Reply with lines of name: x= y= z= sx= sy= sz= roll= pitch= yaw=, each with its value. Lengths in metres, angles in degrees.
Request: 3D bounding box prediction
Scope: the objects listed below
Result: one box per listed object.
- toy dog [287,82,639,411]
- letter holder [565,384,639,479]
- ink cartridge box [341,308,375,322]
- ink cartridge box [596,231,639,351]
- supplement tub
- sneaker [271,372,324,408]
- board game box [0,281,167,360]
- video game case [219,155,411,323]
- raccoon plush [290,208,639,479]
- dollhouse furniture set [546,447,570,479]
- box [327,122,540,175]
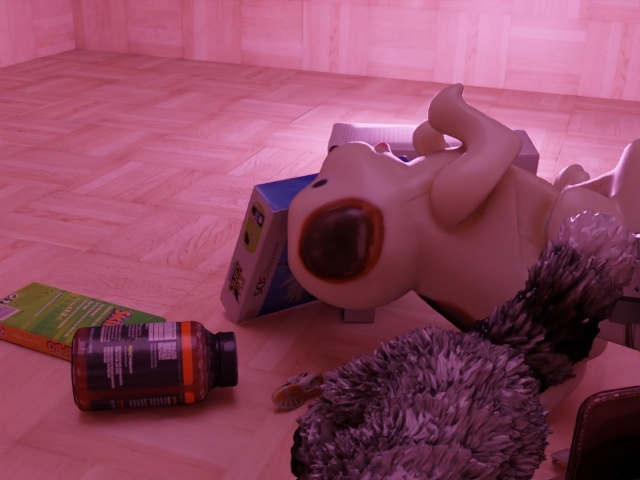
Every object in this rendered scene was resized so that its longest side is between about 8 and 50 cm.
toy dog: x=0.158 y=0.005 z=1.041 sx=0.408 sy=0.395 sz=0.284 roll=11 pitch=4 yaw=-5
letter holder: x=0.381 y=0.242 z=0.697 sx=0.302 sy=0.214 sz=0.152 roll=-1 pitch=23 yaw=-6
ink cartridge box: x=0.056 y=0.096 z=1.265 sx=0.048 sy=0.028 sz=0.083 roll=0 pitch=22 yaw=-4
ink cartridge box: x=0.406 y=0.055 z=0.772 sx=0.211 sy=0.121 sz=0.289 roll=3 pitch=1 yaw=-4
supplement tub: x=-0.204 y=0.155 z=1.013 sx=0.198 sy=0.106 sz=0.106 roll=-2 pitch=23 yaw=-10
sneaker: x=-0.035 y=0.192 z=1.039 sx=0.037 sy=0.031 sz=0.083 roll=5 pitch=14 yaw=45
board game box: x=-0.360 y=0.121 z=1.173 sx=0.260 sy=0.039 sz=0.124 roll=9 pitch=24 yaw=24
video game case: x=0.000 y=0.000 z=1.221 sx=0.270 sy=0.244 sz=0.061 roll=-14 pitch=55 yaw=-32
raccoon plush: x=0.107 y=0.149 z=0.644 sx=0.216 sy=0.446 sz=0.299 roll=28 pitch=3 yaw=1
dollhouse furniture set: x=0.248 y=0.242 z=0.881 sx=0.114 sy=0.090 sz=0.081 roll=-12 pitch=11 yaw=-22
box: x=0.187 y=-0.080 z=1.424 sx=0.346 sy=0.214 sz=0.168 roll=3 pitch=23 yaw=4
